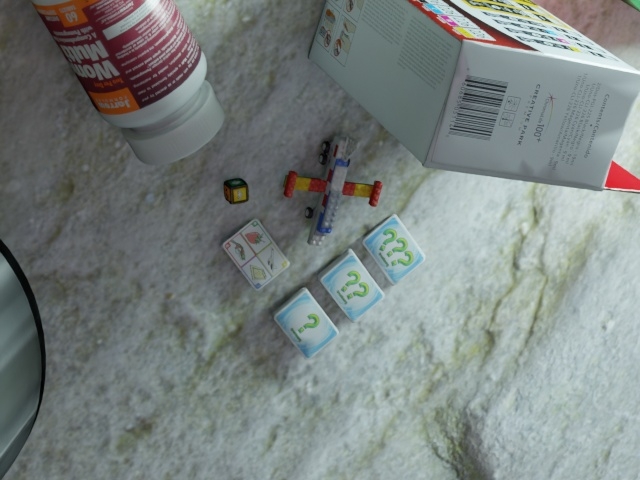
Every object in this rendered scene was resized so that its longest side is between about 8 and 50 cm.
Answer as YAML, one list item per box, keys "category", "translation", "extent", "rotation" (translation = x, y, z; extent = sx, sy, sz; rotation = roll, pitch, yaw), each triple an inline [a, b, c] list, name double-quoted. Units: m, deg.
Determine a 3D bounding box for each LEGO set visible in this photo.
- category: "LEGO set"
  translation: [0.000, 0.000, 2.056]
  extent: [0.182, 0.060, 0.244]
  rotation: [-39, 122, -6]

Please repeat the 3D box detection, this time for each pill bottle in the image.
- category: "pill bottle"
  translation: [-0.185, -0.188, 1.847]
  extent: [0.121, 0.121, 0.221]
  rotation: [-32, 122, -6]

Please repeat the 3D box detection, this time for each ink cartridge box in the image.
- category: "ink cartridge box"
  translation: [0.175, -0.170, 1.896]
  extent: [0.271, 0.309, 0.130]
  rotation: [7, 111, -26]

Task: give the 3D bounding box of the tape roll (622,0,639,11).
- category: "tape roll"
  translation: [0.422, -0.386, 2.033]
  extent: [0.321, 0.077, 0.321]
  rotation: [-10, 118, -19]

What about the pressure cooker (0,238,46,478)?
- category: "pressure cooker"
  translation: [-0.447, 0.132, 1.738]
  extent: [0.369, 0.420, 0.375]
  rotation: [-20, 100, 10]
